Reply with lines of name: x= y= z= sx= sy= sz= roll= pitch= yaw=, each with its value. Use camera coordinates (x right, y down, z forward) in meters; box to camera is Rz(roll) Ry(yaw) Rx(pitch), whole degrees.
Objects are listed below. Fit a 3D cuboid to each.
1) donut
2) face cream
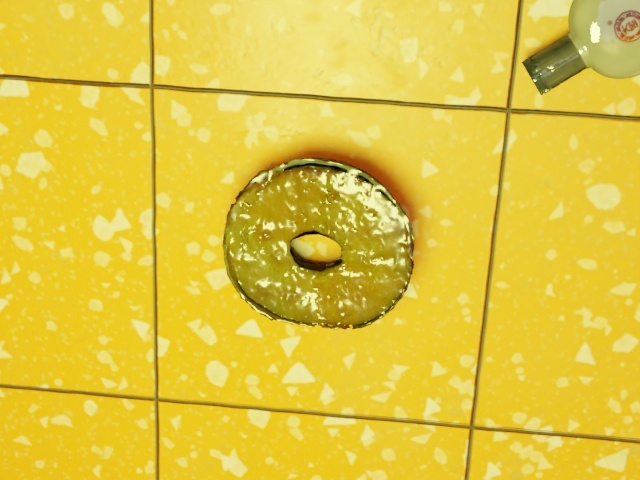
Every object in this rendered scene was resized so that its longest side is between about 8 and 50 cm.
donut: x=0.000 y=0.000 z=1.392 sx=0.271 sy=0.107 sz=0.272 roll=3 pitch=107 yaw=9
face cream: x=0.397 y=-0.286 z=1.260 sx=0.291 sy=0.071 sz=0.144 roll=-29 pitch=105 yaw=15
